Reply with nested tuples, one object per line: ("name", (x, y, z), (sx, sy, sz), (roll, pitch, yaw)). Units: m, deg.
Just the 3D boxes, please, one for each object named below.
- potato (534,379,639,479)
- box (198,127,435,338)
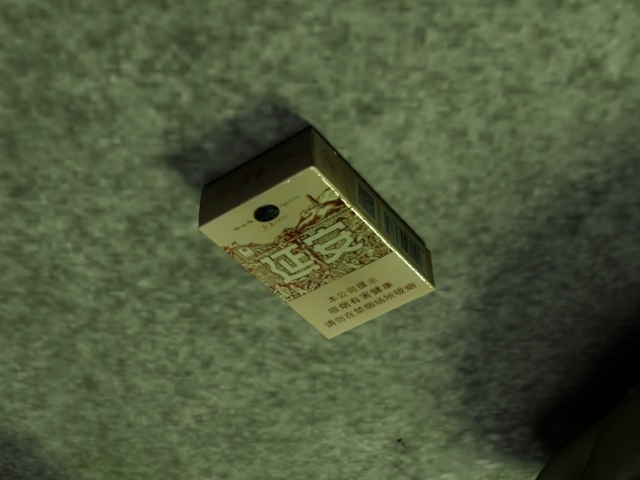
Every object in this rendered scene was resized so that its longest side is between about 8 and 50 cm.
("potato", (0.194, 0.120, 0.439), (0.178, 0.160, 0.235), (45, 132, -15))
("box", (0.000, 0.000, 0.392), (0.053, 0.024, 0.083), (-28, 132, 25))
